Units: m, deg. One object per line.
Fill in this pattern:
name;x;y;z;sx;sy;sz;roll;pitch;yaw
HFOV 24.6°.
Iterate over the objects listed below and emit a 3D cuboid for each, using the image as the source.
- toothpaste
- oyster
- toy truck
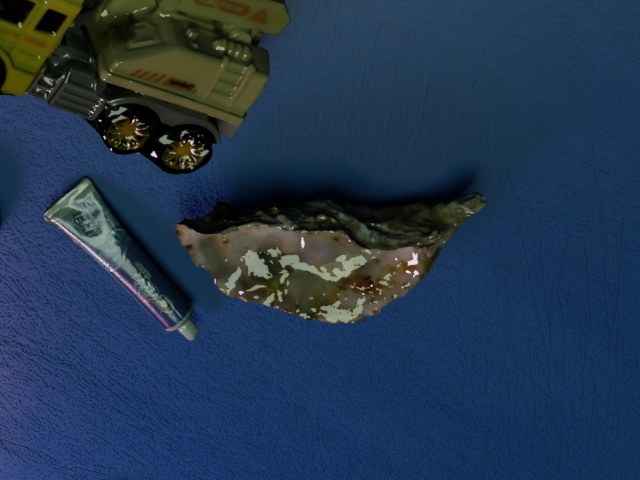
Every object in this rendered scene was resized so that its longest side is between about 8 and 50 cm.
toothpaste;-0.250;0.034;1.940;0.069;0.047;0.268;-27;115;31
oyster;0.013;0.016;1.905;0.396;0.111;0.204;-1;139;1
toy truck;-0.238;-0.241;1.628;0.405;0.181;0.254;18;127;-35
